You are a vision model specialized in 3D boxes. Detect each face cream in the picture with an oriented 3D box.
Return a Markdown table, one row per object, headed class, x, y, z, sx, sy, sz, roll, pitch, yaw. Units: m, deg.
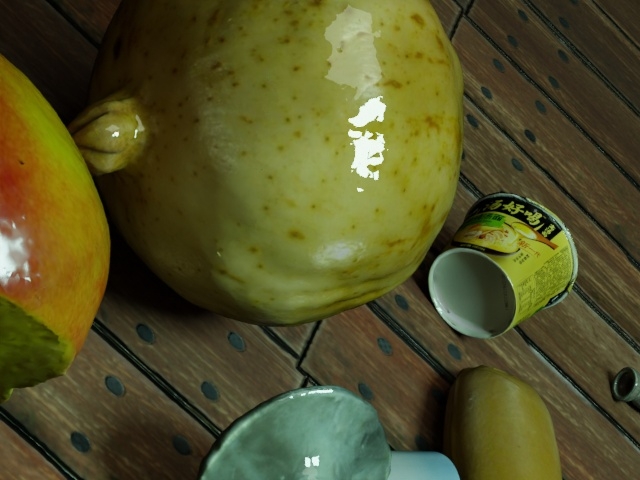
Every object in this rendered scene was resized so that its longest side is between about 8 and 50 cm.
| class | x | y | z | sx | sy | sz | roll | pitch | yaw |
| --- | --- | --- | --- | --- | --- | --- | --- | --- | --- |
| face cream | 0.026 | 0.236 | 1.763 | 0.250 | 0.077 | 0.077 | 8 | 53 | -46 |

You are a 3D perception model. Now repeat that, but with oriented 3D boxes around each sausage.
| class | x | y | z | sx | sy | sz | roll | pitch | yaw |
| --- | --- | --- | --- | --- | --- | --- | --- | --- | --- |
| sausage | 0.189 | 0.245 | 1.921 | 0.134 | 0.116 | 0.354 | 24 | 37 | -17 |

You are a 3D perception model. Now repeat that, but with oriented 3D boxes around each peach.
| class | x | y | z | sx | sy | sz | roll | pitch | yaw |
| --- | --- | --- | --- | --- | --- | --- | --- | --- | --- |
| peach | -0.338 | -0.064 | 1.478 | 0.380 | 0.242 | 0.306 | 28 | 44 | -30 |

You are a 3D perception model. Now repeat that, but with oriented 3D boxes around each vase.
| class | x | y | z | sx | sy | sz | roll | pitch | yaw |
| --- | --- | --- | --- | --- | --- | --- | --- | --- | --- |
| vase | 0.406 | 0.188 | 2.280 | 0.100 | 0.053 | 0.053 | 22 | 43 | -30 |

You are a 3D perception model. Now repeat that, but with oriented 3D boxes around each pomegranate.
| class | x | y | z | sx | sy | sz | roll | pitch | yaw |
| --- | --- | --- | --- | --- | --- | --- | --- | --- | --- |
| pomegranate | -0.064 | -0.103 | 1.737 | 0.410 | 0.410 | 0.410 | 30 | 39 | -28 |

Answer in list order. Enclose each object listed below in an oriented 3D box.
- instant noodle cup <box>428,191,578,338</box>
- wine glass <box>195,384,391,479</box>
| class | x | y | z | sx | sy | sz | roll | pitch | yaw |
| --- | --- | --- | --- | --- | --- | --- | --- | --- | --- |
| instant noodle cup | 0.198 | 0.037 | 2.111 | 0.151 | 0.151 | 0.122 | 51 | 45 | 0 |
| wine glass | 0.069 | 0.297 | 1.484 | 0.267 | 0.267 | 0.406 | 18 | 16 | -39 |
